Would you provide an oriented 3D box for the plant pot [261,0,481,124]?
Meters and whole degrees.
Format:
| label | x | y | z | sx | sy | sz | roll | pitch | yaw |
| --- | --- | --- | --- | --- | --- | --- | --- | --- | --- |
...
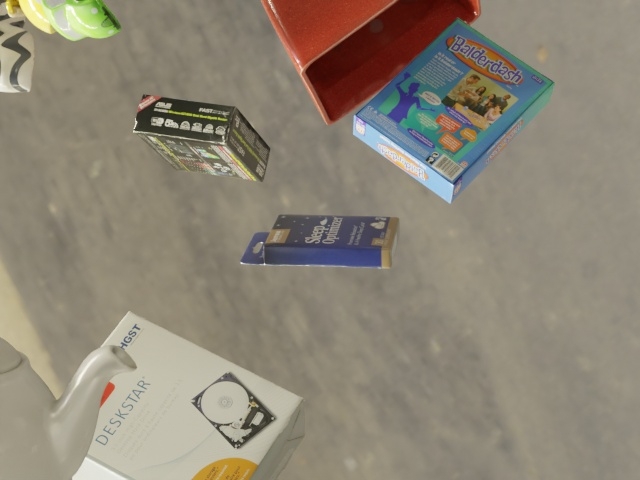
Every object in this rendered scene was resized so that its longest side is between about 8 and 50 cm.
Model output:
| label | x | y | z | sx | sy | sz | roll | pitch | yaw |
| --- | --- | --- | --- | --- | --- | --- | --- | --- | --- |
| plant pot | 0.035 | -0.353 | 1.938 | 0.235 | 0.267 | 0.267 | 54 | 180 | 14 |

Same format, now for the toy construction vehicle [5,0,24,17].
| label | x | y | z | sx | sy | sz | roll | pitch | yaw |
| --- | --- | --- | --- | --- | --- | --- | --- | --- | --- |
| toy construction vehicle | -0.343 | -0.309 | 1.683 | 0.035 | 0.086 | 0.098 | -11 | 93 | 19 |

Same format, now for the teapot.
| label | x | y | z | sx | sy | sz | roll | pitch | yaw |
| --- | --- | --- | --- | --- | --- | --- | --- | --- | --- |
| teapot | -0.327 | 0.147 | 1.203 | 0.252 | 0.256 | 0.187 | 12 | 102 | 47 |

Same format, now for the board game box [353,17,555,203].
| label | x | y | z | sx | sy | sz | roll | pitch | yaw |
| --- | --- | --- | --- | --- | --- | --- | --- | --- | --- |
| board game box | 0.168 | -0.167 | 1.832 | 0.160 | 0.210 | 0.047 | 38 | 156 | 19 |

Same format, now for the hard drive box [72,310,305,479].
| label | x | y | z | sx | sy | sz | roll | pitch | yaw |
| --- | --- | --- | --- | --- | --- | --- | --- | --- | --- |
| hard drive box | -0.160 | 0.211 | 1.588 | 0.232 | 0.181 | 0.089 | 24 | 148 | 17 |

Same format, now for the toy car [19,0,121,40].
| label | x | y | z | sx | sy | sz | roll | pitch | yaw |
| --- | --- | --- | --- | --- | --- | --- | --- | --- | --- |
| toy car | -0.282 | -0.259 | 1.473 | 0.225 | 0.053 | 0.239 | 40 | 171 | 40 |

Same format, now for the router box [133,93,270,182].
| label | x | y | z | sx | sy | sz | roll | pitch | yaw |
| --- | --- | --- | --- | --- | --- | --- | --- | --- | --- |
| router box | -0.107 | -0.093 | 1.342 | 0.092 | 0.038 | 0.122 | 10 | 168 | 16 |

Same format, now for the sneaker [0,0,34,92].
| label | x | y | z | sx | sy | sz | roll | pitch | yaw |
| --- | --- | --- | --- | --- | --- | --- | --- | --- | --- |
| sneaker | -0.454 | -0.260 | 1.839 | 0.235 | 0.153 | 0.094 | -115 | 34 | -49 |

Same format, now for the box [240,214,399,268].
| label | x | y | z | sx | sy | sz | roll | pitch | yaw |
| --- | --- | --- | --- | --- | --- | --- | --- | --- | --- |
| box | 0.000 | 0.000 | 2.162 | 0.225 | 0.136 | 0.036 | 0 | 111 | 8 |
